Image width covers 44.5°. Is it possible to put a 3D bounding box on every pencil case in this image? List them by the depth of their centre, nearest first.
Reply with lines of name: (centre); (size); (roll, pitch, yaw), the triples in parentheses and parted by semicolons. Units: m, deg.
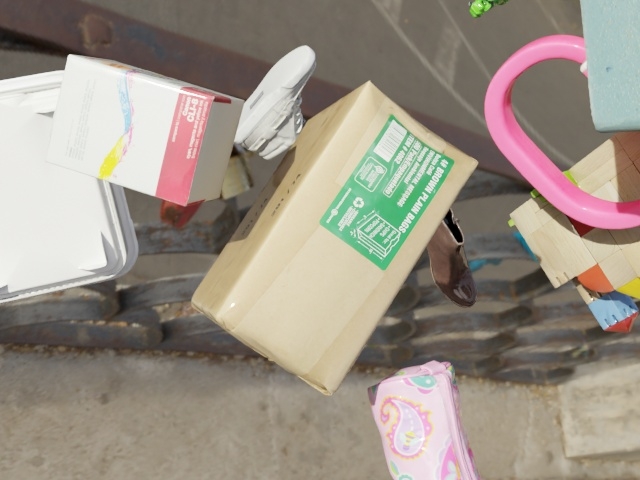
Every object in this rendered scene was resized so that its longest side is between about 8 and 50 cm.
pencil case: (0.148, 0.294, 0.957); (0.124, 0.124, 0.284); (-6, 75, -43)

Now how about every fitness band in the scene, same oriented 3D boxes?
fitness band: (0.354, -0.140, 1.057); (0.291, 0.209, 0.054); (46, 50, -1)

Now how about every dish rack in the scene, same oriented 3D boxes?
dish rack: (-0.437, -0.062, 1.144); (0.285, 0.072, 0.333); (-12, 110, -8)

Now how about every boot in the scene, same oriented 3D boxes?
boot: (-0.069, -0.275, 1.600); (0.123, 0.258, 0.095); (29, 34, -32)
boot: (0.304, 0.035, 1.821); (0.090, 0.207, 0.248); (-25, 79, -5)

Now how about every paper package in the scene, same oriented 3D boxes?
paper package: (0.000, 0.000, 0.987); (0.168, 0.309, 0.325); (35, 81, -12)

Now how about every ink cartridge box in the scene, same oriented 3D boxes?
ink cartridge box: (-0.200, -0.128, 0.903); (0.176, 0.127, 0.128); (17, 11, 7)

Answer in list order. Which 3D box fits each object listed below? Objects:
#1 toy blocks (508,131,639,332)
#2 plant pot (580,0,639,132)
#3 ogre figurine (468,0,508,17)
toy blocks: (0.476, -0.011, 1.195); (0.190, 0.381, 0.261); (-19, 73, -37)
plant pot: (0.423, -0.240, 0.721); (0.247, 0.252, 0.248); (-20, 109, -21)
ogre figurine: (0.358, -0.481, 1.410); (0.097, 0.197, 0.118); (32, 23, 13)
